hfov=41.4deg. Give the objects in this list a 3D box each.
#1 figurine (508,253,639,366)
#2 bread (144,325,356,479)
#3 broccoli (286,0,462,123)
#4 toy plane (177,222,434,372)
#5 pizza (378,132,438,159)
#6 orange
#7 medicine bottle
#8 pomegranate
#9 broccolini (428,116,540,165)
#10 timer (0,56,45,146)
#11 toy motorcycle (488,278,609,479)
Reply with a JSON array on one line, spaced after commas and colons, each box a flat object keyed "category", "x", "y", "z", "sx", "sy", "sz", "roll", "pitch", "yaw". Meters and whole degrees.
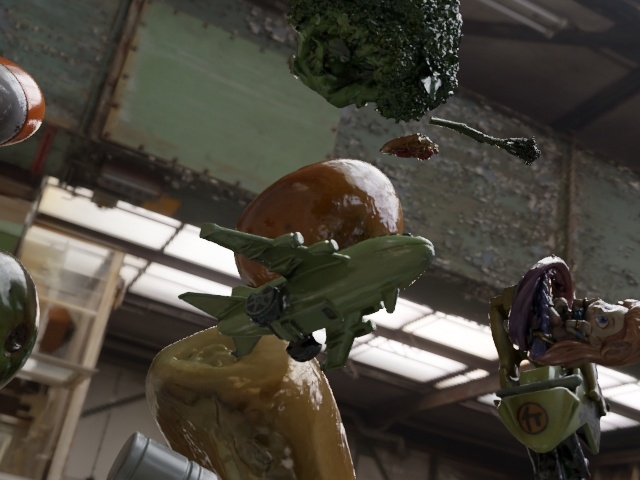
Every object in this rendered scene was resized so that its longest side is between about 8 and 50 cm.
[{"category": "figurine", "x": 0.279, "y": 0.092, "z": 0.907, "sx": 0.126, "sy": 0.157, "sz": 0.114, "roll": -50, "pitch": 160, "yaw": -50}, {"category": "bread", "x": -0.101, "y": 0.326, "z": 1.407, "sx": 0.347, "sy": 0.376, "sz": 0.253, "roll": 3, "pitch": -151, "yaw": 43}, {"category": "broccoli", "x": 0.051, "y": -0.194, "z": 0.755, "sx": 0.156, "sy": 0.195, "sz": 0.195, "roll": -59, "pitch": -158, "yaw": 31}, {"category": "toy plane", "x": -0.003, "y": 0.024, "z": 0.356, "sx": 0.111, "sy": 0.102, "sz": 0.040, "roll": -16, "pitch": -134, "yaw": 27}, {"category": "pizza", "x": 0.147, "y": -0.151, "z": 1.373, "sx": 0.099, "sy": 0.100, "sz": 0.029, "roll": 85, "pitch": 4, "yaw": -82}, {"category": "orange", "x": 0.000, "y": 0.000, "z": 1.078, "sx": 0.171, "sy": 0.240, "sz": 0.240, "roll": 60, "pitch": -36, "yaw": 8}, {"category": "medicine bottle", "x": -0.150, "y": 0.227, "z": 0.802, "sx": 0.058, "sy": 0.091, "sz": 0.058, "roll": -54, "pitch": -167, "yaw": 18}, {"category": "pomegranate", "x": -0.402, "y": 0.071, "z": 0.854, "sx": 0.181, "sy": 0.224, "sz": 0.182, "roll": 20, "pitch": 90, "yaw": -80}, {"category": "broccolini", "x": 0.291, "y": -0.178, "z": 1.498, "sx": 0.042, "sy": 0.218, "sz": 0.044, "roll": 124, "pitch": -25, "yaw": -60}, {"category": "timer", "x": -0.344, "y": -0.147, "z": 0.865, "sx": 0.099, "sy": 0.136, "sz": 0.136, "roll": -65, "pitch": -160, "yaw": 18}, {"category": "toy motorcycle", "x": 0.379, "y": 0.238, "z": 1.419, "sx": 0.168, "sy": 0.237, "sz": 0.410, "roll": -15, "pitch": -141, "yaw": 22}]
